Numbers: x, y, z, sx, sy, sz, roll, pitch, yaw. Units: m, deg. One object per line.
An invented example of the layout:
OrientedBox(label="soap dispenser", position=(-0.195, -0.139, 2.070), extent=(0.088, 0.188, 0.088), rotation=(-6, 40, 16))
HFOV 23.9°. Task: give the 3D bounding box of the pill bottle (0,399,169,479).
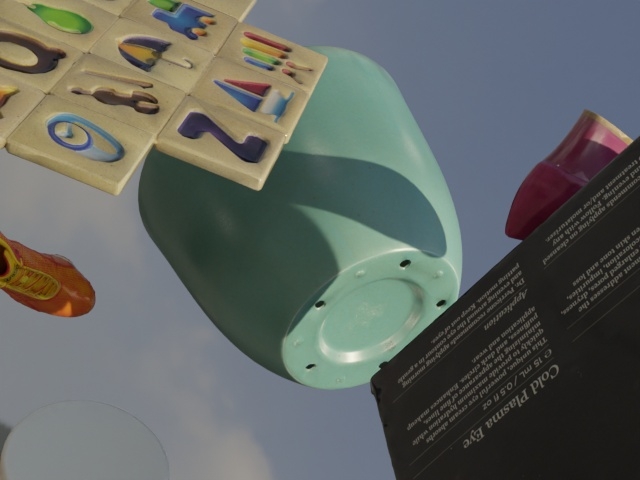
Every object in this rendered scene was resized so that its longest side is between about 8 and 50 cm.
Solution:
OrientedBox(label="pill bottle", position=(-0.214, 0.271, 1.253), extent=(0.162, 0.162, 0.278), rotation=(55, -39, 34))

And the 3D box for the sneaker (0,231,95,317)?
OrientedBox(label="sneaker", position=(-0.286, 0.032, 1.428), extent=(0.064, 0.175, 0.067), rotation=(-53, -148, 10))

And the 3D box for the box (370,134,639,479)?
OrientedBox(label="box", position=(0.231, 0.135, 1.038), extent=(0.343, 0.179, 0.312), rotation=(-44, -147, 24))

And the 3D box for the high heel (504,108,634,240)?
OrientedBox(label="high heel", position=(0.262, 0.009, 1.203), extent=(0.117, 0.244, 0.082), rotation=(-54, -157, 2))

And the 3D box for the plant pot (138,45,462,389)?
OrientedBox(label="plant pot", position=(0.000, 0.000, 1.460), extent=(0.293, 0.293, 0.235), rotation=(103, -33, -42))

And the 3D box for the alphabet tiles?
OrientedBox(label="alphabet tiles", position=(-0.170, -0.128, 0.810), extent=(0.285, 0.342, 0.011), rotation=(-68, 180, -60))
